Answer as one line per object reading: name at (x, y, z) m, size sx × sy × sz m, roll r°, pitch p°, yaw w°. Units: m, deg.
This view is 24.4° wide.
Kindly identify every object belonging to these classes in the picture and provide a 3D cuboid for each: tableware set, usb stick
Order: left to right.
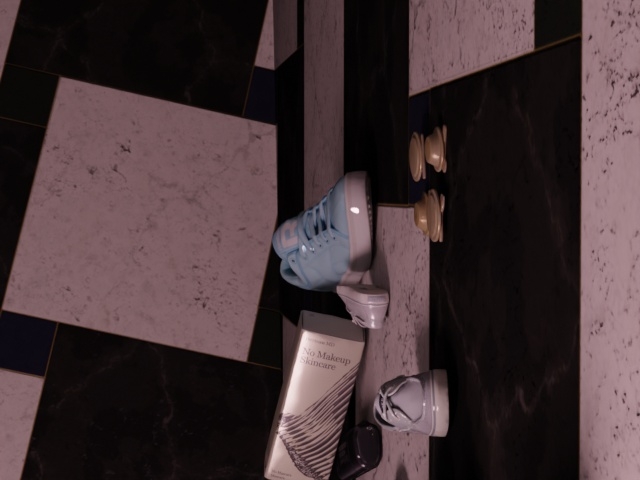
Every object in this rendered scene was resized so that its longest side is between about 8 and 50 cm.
usb stick at (0.058, 0.341, 2.375) m, size 0.278 × 0.045 × 0.077 m, roll 117°, pitch 145°, yaw -75°
tableware set at (0.135, -0.070, 1.835) m, size 0.169 × 0.020 × 0.141 m, roll -173°, pitch 81°, yaw -82°

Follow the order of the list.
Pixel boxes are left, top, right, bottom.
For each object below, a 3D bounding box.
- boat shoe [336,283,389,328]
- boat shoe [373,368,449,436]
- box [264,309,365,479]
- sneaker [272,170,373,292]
boat shoe at (0.067, 0.101, 2.252) m, size 0.184 × 0.066 × 0.063 m, roll -166°, pitch 77°, yaw -73°
boat shoe at (0.107, 0.204, 1.809) m, size 0.227 × 0.081 × 0.079 m, roll 120°, pitch 149°, yaw -77°
box at (-0.011, 0.262, 2.427) m, size 0.094 × 0.113 × 0.275 m, roll -90°, pitch 12°, yaw -72°
sneaker at (0.000, 0.000, 2.400) m, size 0.366 × 0.150 × 0.135 m, roll 103°, pitch 164°, yaw -63°
